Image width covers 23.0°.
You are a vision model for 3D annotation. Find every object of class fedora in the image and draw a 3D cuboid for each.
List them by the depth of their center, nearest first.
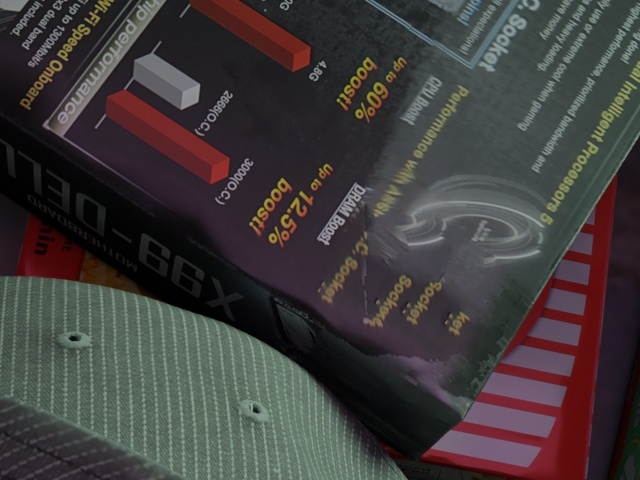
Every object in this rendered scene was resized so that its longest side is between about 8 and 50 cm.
[{"bbox_3d":[-0.052,0.105,0.427,0.275,0.243,0.124,19,41,6],"label":"fedora"}]

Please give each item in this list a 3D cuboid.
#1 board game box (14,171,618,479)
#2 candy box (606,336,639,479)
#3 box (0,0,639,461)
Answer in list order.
[{"bbox_3d":[0.000,0.000,0.536,0.193,0.045,0.147,11,71,-6],"label":"board game box"},{"bbox_3d":[0.274,0.046,0.528,0.317,0.122,0.268,19,71,-4],"label":"candy box"},{"bbox_3d":[0.016,-0.124,0.510,0.242,0.076,0.307,33,71,3],"label":"box"}]
